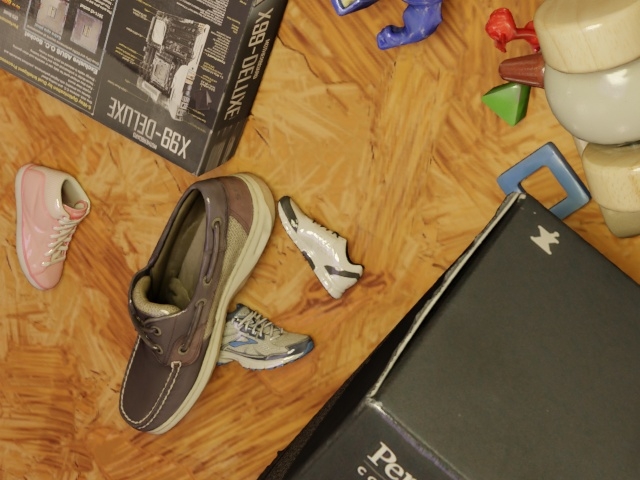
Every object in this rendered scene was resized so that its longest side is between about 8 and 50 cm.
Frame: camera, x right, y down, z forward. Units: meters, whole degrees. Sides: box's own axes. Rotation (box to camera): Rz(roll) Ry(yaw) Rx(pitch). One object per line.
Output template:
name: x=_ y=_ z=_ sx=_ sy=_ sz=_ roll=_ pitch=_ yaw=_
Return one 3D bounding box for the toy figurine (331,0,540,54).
toy figurine: x=0.027 y=-0.276 z=1.203 sx=0.217 sy=0.191 sz=0.362 roll=-24 pitch=97 yaw=37

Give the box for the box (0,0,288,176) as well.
box: x=-0.187 y=-0.236 z=1.385 sx=0.307 sy=0.076 sz=0.242 roll=28 pitch=120 yaw=15

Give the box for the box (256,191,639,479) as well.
box: x=0.172 y=0.307 z=1.219 sx=0.480 sy=0.297 sz=0.472 roll=39 pitch=133 yaw=2

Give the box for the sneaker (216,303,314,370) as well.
sneaker: x=-0.071 y=0.093 z=1.474 sx=0.135 sy=0.052 sz=0.058 roll=-1 pitch=105 yaw=27

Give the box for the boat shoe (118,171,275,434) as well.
boat shoe: x=-0.140 y=0.060 z=1.441 sx=0.103 sy=0.092 sz=0.285 roll=45 pitch=116 yaw=39

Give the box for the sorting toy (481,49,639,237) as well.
sorting toy: x=0.284 y=-0.106 z=1.215 sx=0.348 sy=0.047 sz=0.196 roll=-19 pitch=101 yaw=31

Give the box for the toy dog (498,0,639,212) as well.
toy dog: x=0.260 y=-0.156 z=1.079 sx=0.161 sy=0.334 sz=0.220 roll=25 pitch=122 yaw=51

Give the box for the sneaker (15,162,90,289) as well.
sneaker: x=-0.269 y=-0.010 z=1.532 sx=0.070 sy=0.051 sz=0.134 roll=7 pitch=109 yaw=30

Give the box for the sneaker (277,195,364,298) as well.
sneaker: x=0.000 y=0.000 z=1.413 sx=0.044 sy=0.040 sz=0.109 roll=-36 pitch=90 yaw=9
